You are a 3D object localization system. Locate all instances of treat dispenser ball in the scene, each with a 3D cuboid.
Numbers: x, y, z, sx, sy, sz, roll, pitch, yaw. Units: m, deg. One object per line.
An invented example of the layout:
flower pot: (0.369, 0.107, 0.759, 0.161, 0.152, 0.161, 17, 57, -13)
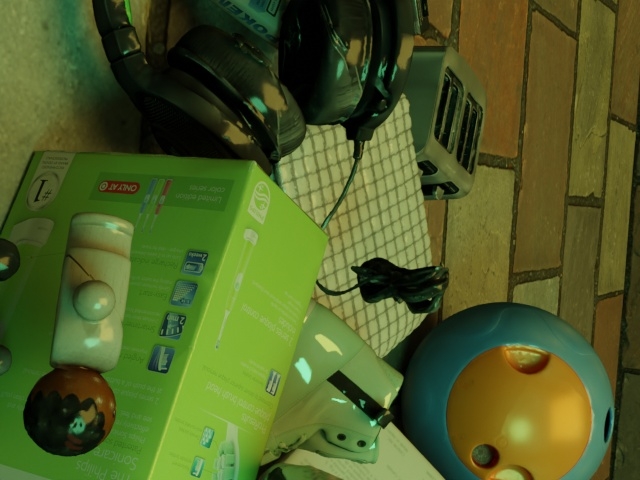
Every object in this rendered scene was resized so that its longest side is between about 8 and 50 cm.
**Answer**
treat dispenser ball: (0.255, 0.229, 1.210, 0.288, 0.288, 0.288, -14, 106, -58)

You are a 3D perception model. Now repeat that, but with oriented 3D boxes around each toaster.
toaster: (0.129, -0.152, 1.114, 0.168, 0.110, 0.186, 32, 67, -57)

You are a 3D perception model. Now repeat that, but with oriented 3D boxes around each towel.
towel: (0.000, 0.000, 0.913, 0.235, 0.121, 0.284, -29, 114, -45)

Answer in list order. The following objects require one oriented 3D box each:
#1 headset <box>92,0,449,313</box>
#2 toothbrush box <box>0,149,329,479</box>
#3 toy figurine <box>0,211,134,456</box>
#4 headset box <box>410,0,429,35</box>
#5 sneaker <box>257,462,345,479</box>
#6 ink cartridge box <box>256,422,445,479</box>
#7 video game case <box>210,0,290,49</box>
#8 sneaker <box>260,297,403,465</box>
headset: (-0.016, -0.125, 0.688, 0.243, 0.185, 0.394, -28, 107, -20)
toothbrush box: (-0.141, 0.089, 0.606, 0.122, 0.206, 0.283, 46, 55, -53)
toy figurine: (-0.218, 0.043, 0.464, 0.209, 0.213, 0.148, 45, 43, -55)
headset box: (0.093, -0.281, 1.059, 0.032, 0.083, 0.062, -44, 131, -47)
sneaker: (-0.024, 0.297, 0.618, 0.366, 0.137, 0.210, 116, -4, -60)
ink cartridge box: (0.017, 0.379, 0.869, 0.308, 0.091, 0.385, 47, 51, 6)
video game case: (-0.015, -0.340, 0.823, 0.300, 0.036, 0.329, 30, 67, -34)
sneaker: (-0.034, 0.189, 0.781, 0.256, 0.151, 0.094, -54, -179, 6)
